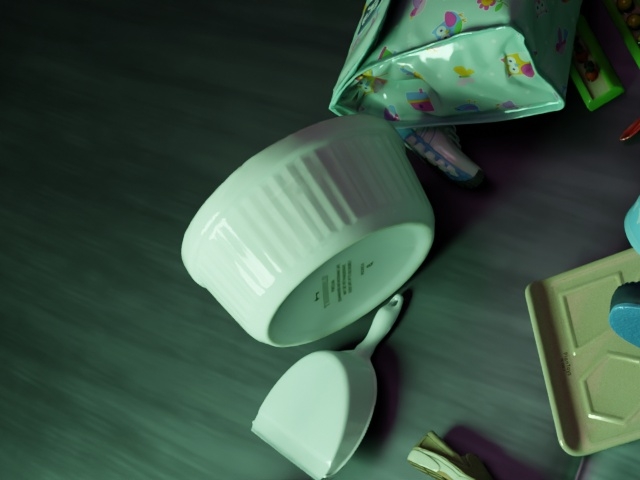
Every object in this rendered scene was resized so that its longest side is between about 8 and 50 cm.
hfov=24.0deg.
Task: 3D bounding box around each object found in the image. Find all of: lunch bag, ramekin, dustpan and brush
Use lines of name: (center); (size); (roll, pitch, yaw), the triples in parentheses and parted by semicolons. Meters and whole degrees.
lunch bag: (0.139, -0.241, 1.637); (0.262, 0.160, 0.223); (-8, 49, 34)
ramekin: (0.000, 0.000, 1.596); (0.273, 0.273, 0.127); (-40, 68, 12)
dustpan and brush: (0.025, 0.147, 1.648); (0.147, 0.060, 0.211); (29, 94, 49)

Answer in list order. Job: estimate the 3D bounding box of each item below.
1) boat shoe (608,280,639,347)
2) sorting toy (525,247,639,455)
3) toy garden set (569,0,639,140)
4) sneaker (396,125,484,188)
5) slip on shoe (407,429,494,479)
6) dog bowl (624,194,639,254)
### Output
boat shoe: (0.399, 0.072, 1.401); (0.258, 0.109, 0.089); (12, 62, 3)
sorting toy: (0.322, 0.100, 1.492); (0.208, 0.038, 0.193); (-19, 62, 19)
toy garden set: (0.377, -0.212, 1.570); (0.244, 0.049, 0.204); (-32, 57, 17)
sneaker: (0.126, -0.131, 1.684); (0.083, 0.071, 0.191); (-47, 54, 0)
slip on shoe: (0.151, 0.237, 1.535); (0.135, 0.051, 0.041); (23, 72, 42)
dog bowl: (0.423, 0.003, 1.347); (0.297, 0.166, 0.074); (29, 128, 23)
